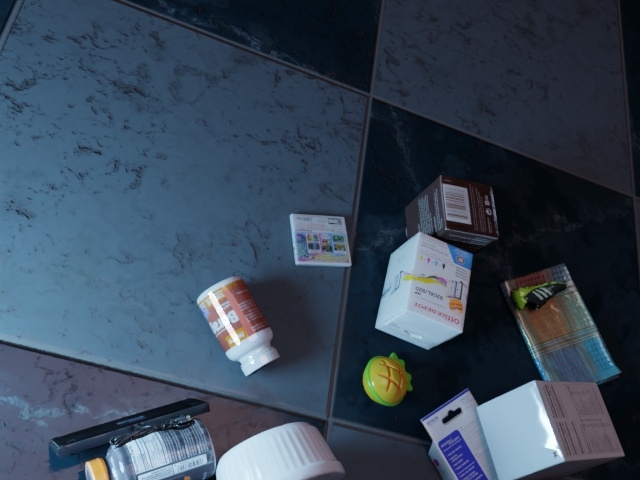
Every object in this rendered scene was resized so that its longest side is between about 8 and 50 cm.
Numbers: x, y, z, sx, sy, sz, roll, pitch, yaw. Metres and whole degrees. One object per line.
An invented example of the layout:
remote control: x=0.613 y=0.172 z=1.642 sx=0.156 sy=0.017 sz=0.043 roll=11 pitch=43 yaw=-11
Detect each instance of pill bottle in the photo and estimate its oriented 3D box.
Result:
pill bottle: x=-0.187 y=0.201 z=1.748 sx=0.121 sy=0.121 sz=0.216 roll=-25 pitch=78 yaw=-32
pill bottle: x=-0.351 y=0.460 z=1.544 sx=0.246 sy=0.130 sz=0.130 roll=-11 pitch=71 yaw=-28

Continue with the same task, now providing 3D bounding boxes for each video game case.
video game case: x=0.000 y=0.000 z=1.991 sx=0.157 sy=0.019 sz=0.143 roll=3 pitch=66 yaw=-24

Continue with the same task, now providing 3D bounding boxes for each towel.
towel: x=0.693 y=0.259 z=2.171 sx=0.271 sy=0.040 sz=0.370 roll=-13 pitch=72 yaw=-30

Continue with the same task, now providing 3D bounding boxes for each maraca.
maraca: x=0.171 y=0.343 z=1.862 sx=0.186 sy=0.099 sz=0.127 roll=-11 pitch=75 yaw=-56

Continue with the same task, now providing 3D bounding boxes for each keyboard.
keyboard: x=-0.376 y=0.384 z=1.534 sx=0.317 sy=0.201 sz=0.033 roll=-13 pitch=91 yaw=-28

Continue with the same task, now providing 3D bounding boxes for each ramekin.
ramekin: x=-0.095 y=0.486 z=1.578 sx=0.273 sy=0.273 sz=0.127 roll=-12 pitch=61 yaw=-29

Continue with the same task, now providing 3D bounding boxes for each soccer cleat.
soccer cleat: x=0.626 y=0.159 z=2.143 sx=0.179 sy=0.060 sz=0.072 roll=-8 pitch=78 yaw=-20

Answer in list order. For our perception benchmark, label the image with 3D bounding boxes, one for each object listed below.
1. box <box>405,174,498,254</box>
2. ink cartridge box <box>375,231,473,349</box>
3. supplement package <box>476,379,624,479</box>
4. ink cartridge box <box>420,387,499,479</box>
box: x=0.356 y=-0.051 z=2.066 sx=0.167 sy=0.203 sz=0.168 roll=8 pitch=63 yaw=-21
ink cartridge box: x=0.272 y=0.135 z=1.960 sx=0.171 sy=0.168 sz=0.232 roll=22 pitch=60 yaw=-14
supplement package: x=0.569 y=0.474 z=1.868 sx=0.263 sy=0.199 sz=0.198 roll=10 pitch=55 yaw=-38
ink cartridge box: x=0.394 y=0.573 z=1.869 sx=0.176 sy=0.069 sz=0.371 roll=-25 pitch=81 yaw=-31
